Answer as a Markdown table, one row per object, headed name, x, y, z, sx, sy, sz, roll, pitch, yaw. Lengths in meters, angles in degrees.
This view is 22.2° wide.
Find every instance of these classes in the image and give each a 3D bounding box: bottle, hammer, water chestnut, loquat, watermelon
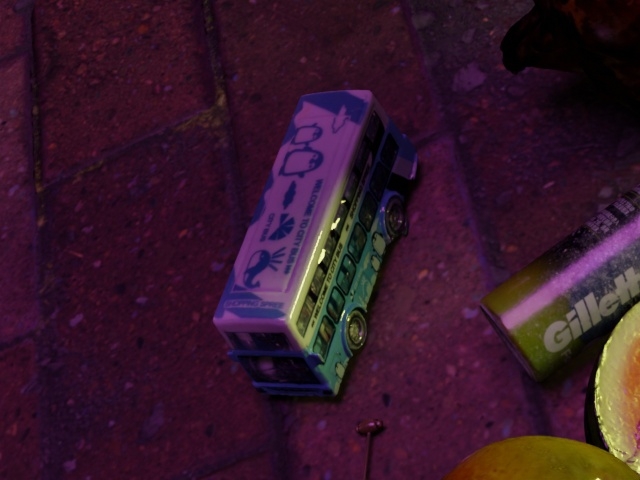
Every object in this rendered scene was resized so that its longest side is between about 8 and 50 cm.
| name | x | y | z | sx | sy | sz | roll | pitch | yaw |
| --- | --- | --- | --- | --- | --- | --- | --- | --- | --- |
| bottle | 0.299 | -0.006 | 1.451 | 0.330 | 0.093 | 0.093 | -36 | 44 | 0 |
| hammer | 0.039 | 0.217 | 1.482 | 0.029 | 0.014 | 0.123 | -17 | 48 | 31 |
| water chestnut | 0.298 | -0.257 | 1.544 | 0.244 | 0.289 | 0.289 | 0 | 50 | 1 |
| loquat | 0.162 | 0.255 | 1.247 | 0.213 | 0.213 | 0.246 | -51 | 15 | -15 |
| watermelon | 0.285 | 0.129 | 1.379 | 0.119 | 0.063 | 0.245 | 10 | 53 | 16 |

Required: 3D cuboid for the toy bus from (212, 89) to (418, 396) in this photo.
| name | x | y | z | sx | sy | sz | roll | pitch | yaw |
| --- | --- | --- | --- | --- | --- | --- | --- | --- | --- |
| toy bus | 0.000 | 0.000 | 1.604 | 0.106 | 0.131 | 0.297 | -1 | 53 | 32 |
